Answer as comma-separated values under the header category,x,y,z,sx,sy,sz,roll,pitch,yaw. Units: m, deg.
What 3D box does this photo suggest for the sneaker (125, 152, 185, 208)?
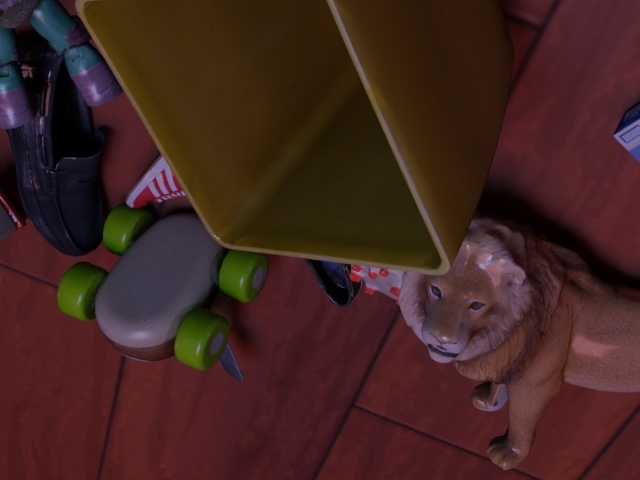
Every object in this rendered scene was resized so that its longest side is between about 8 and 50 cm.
category,x,y,z,sx,sy,sz,roll,pitch,yaw
sneaker,-0.123,-0.051,0.928,0.067,0.042,0.118,39,130,-12

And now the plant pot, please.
category,x,y,z,sx,sy,sz,roll,pitch,yaw
plant pot,0.011,-0.126,0.686,0.212,0.187,0.212,7,136,42

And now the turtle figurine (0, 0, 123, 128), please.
category,x,y,z,sx,sy,sz,roll,pitch,yaw
turtle figurine,-0.235,-0.204,0.764,0.175,0.118,0.234,-4,122,21

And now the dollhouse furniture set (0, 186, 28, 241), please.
category,x,y,z,sx,sy,sz,roll,pitch,yaw
dollhouse furniture set,-0.382,-0.098,0.948,0.262,0.135,0.259,-23,109,35

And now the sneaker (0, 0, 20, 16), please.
category,x,y,z,sx,sy,sz,roll,pitch,yaw
sneaker,-0.213,-0.264,0.601,0.210,0.366,0.137,46,171,-11

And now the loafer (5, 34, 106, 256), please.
category,x,y,z,sx,sy,sz,roll,pitch,yaw
loafer,-0.228,-0.075,0.919,0.078,0.076,0.223,10,130,22

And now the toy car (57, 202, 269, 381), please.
category,x,y,z,sx,sy,sz,roll,pitch,yaw
toy car,-0.136,0.078,0.994,0.155,0.149,0.188,19,148,19

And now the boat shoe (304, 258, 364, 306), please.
category,x,y,z,sx,sy,sz,roll,pitch,yaw
boat shoe,0.000,0.000,0.930,0.049,0.040,0.142,-13,125,30

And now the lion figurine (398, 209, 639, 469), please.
category,x,y,z,sx,sy,sz,roll,pitch,yaw
lion figurine,0.256,0.090,0.877,0.392,0.142,0.240,4,126,-2

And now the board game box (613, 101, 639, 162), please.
category,x,y,z,sx,sy,sz,roll,pitch,yaw
board game box,0.321,-0.079,0.706,0.136,0.035,0.201,42,143,-8

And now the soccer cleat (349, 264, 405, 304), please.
category,x,y,z,sx,sy,sz,roll,pitch,yaw
soccer cleat,0.051,-0.011,0.888,0.068,0.076,0.196,19,157,34
